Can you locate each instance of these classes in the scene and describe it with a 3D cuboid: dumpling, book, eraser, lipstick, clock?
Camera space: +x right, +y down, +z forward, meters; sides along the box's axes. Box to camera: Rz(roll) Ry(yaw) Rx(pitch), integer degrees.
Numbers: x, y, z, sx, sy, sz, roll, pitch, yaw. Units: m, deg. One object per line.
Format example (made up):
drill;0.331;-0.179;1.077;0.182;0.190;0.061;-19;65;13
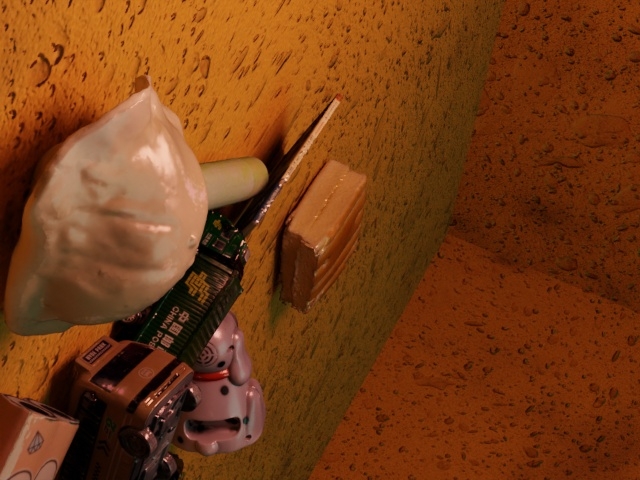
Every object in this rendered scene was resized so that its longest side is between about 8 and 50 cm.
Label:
dumpling;-0.235;-0.029;1.203;0.318;0.187;0.243;-60;168;-14
book;-0.080;-0.092;1.839;0.228;0.018;0.322;-45;-169;53
eraser;-0.410;0.341;1.352;0.291;0.087;0.171;-65;165;-8
lipstick;-0.161;-0.083;1.634;0.076;0.076;0.304;-70;165;14
clock;-0.190;0.217;1.874;0.189;0.188;0.254;-46;140;-55

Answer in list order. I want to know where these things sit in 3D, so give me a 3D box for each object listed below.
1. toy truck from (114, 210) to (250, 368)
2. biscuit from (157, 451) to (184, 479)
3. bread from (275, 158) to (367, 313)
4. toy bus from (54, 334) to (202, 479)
toy truck;-0.200;0.081;1.630;0.259;0.121;0.088;-58;165;-18
biscuit;-0.316;0.498;2.056;0.290;0.041;0.208;84;31;-64
bread;0.000;0.000;2.293;0.246;0.111;0.239;-55;161;-39
toy bus;-0.284;0.273;1.536;0.139;0.157;0.290;-47;164;-49
